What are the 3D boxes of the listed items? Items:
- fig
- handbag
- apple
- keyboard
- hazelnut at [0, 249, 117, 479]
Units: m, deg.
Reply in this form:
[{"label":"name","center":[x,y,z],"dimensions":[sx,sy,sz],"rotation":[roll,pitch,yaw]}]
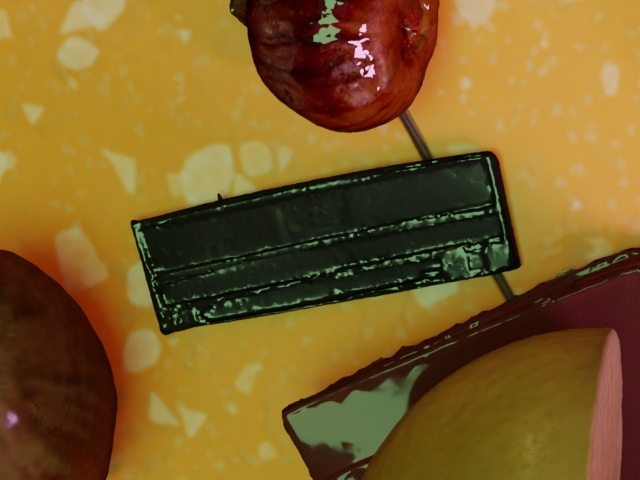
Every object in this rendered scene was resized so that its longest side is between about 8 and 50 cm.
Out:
[{"label":"fig","center":[0.004,-0.140,1.137],"dimensions":[0.150,0.128,0.128],"rotation":[43,109,10]},{"label":"handbag","center":[0.145,0.163,1.171],"dimensions":[0.275,0.084,0.260],"rotation":[-23,96,15]},{"label":"apple","center":[0.124,0.215,1.008],"dimensions":[0.233,0.258,0.295],"rotation":[-34,92,16]},{"label":"keyboard","center":[0.000,0.000,1.218],"dimensions":[0.250,0.017,0.087],"rotation":[-11,99,18]},{"label":"hazelnut","center":[-0.214,0.117,1.210],"dimensions":[0.210,0.210,0.186],"rotation":[-32,130,19]}]
